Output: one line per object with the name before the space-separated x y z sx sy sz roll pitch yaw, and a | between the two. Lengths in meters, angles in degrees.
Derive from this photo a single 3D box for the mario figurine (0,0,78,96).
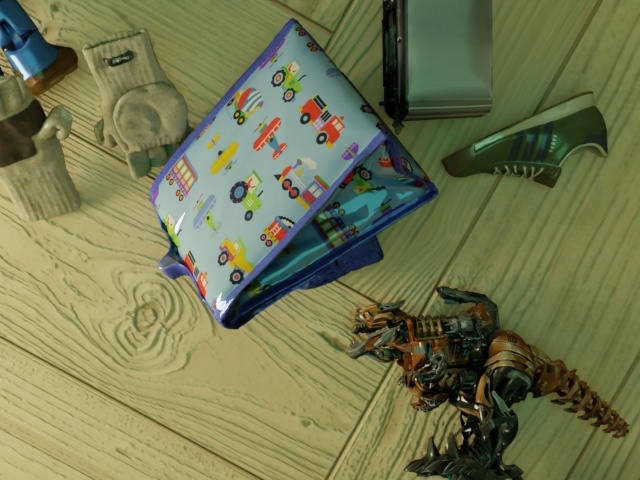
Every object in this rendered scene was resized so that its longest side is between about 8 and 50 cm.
mario figurine | -0.393 -0.309 1.527 0.198 0.170 0.320 -34 110 -25

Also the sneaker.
sneaker | 0.242 -0.096 1.577 0.192 0.064 0.086 -24 89 -3

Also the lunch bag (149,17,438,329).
lunch bag | -0.061 -0.056 1.495 0.293 0.138 0.221 -39 51 6

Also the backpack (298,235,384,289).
backpack | 0.000 0.000 1.563 0.120 0.101 0.098 -22 87 4

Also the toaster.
toaster | 0.123 -0.208 1.516 0.110 0.168 0.185 -1 93 -2

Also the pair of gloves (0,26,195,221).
pair of gloves | -0.268 -0.129 1.527 0.240 0.042 0.204 -22 136 4

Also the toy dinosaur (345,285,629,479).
toy dinosaur | 0.185 0.171 1.561 0.322 0.164 0.218 12 77 19
